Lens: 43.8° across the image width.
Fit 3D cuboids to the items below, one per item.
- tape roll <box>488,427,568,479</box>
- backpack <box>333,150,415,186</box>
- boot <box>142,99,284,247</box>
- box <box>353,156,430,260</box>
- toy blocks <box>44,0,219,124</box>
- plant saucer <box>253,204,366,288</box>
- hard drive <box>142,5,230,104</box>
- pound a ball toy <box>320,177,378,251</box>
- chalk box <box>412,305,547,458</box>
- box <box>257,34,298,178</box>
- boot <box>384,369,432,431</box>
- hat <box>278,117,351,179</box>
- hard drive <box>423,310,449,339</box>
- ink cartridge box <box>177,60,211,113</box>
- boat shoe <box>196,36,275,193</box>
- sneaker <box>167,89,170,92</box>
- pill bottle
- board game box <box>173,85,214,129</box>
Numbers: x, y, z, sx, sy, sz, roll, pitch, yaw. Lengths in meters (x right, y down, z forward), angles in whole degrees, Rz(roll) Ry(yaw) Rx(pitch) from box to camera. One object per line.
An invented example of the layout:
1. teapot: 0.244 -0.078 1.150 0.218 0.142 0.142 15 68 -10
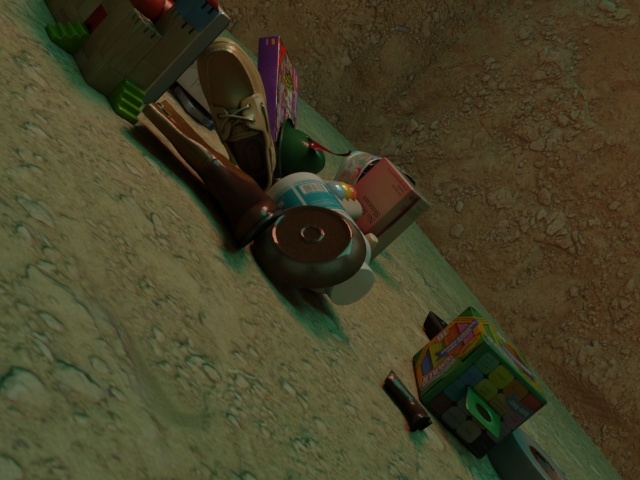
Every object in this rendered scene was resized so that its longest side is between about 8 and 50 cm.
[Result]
1. tape roll: 0.440 0.487 1.628 0.219 0.072 0.219 45 10 -10
2. backpack: 0.140 -0.148 2.392 0.191 0.225 0.253 27 1 39
3. boot: -0.186 -0.131 1.347 0.280 0.096 0.264 49 9 -14
4. box: 0.155 -0.085 2.172 0.127 0.232 0.149 31 19 -54
5. toy blocks: -0.340 -0.427 1.442 0.190 0.261 0.381 33 17 -50
6. plant saucer: -0.017 -0.001 1.376 0.199 0.198 0.036 55 -28 37
7. hard drive: -0.359 -0.472 1.600 0.353 0.233 0.047 51 12 24
8. pound a ball toy: 0.050 -0.058 1.937 0.208 0.136 0.319 48 11 7
9. chalk box: 0.313 0.286 1.581 0.180 0.179 0.289 45 11 -8
10. box: -0.107 -0.328 1.977 0.201 0.057 0.293 60 30 -67
11. boot: 0.143 0.270 1.364 0.114 0.037 0.106 54 0 22
12. hat: 0.006 -0.201 1.895 0.208 0.183 0.173 -77 162 -47
13. hard drive: 0.375 0.303 2.090 0.254 0.054 0.172 40 13 -32
14. ink cartridge box: -0.292 -0.413 1.883 0.273 0.114 0.197 45 5 8
15. boat shoe: -0.160 -0.250 1.635 0.110 0.121 0.341 -103 174 -52
16. sneaker: -0.348 -0.351 1.746 0.069 0.038 0.098 49 20 6
17. pill bottle: 0.000 0.000 1.508 0.146 0.146 0.264 34 17 -49
18. board game box: -0.289 -0.305 1.835 0.090 0.020 0.090 38 13 -50
